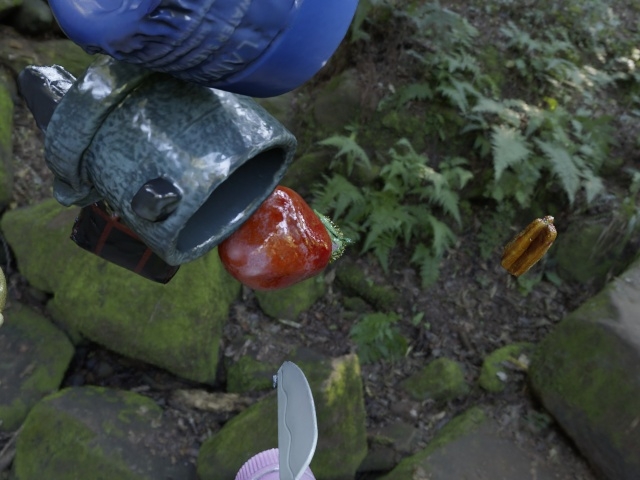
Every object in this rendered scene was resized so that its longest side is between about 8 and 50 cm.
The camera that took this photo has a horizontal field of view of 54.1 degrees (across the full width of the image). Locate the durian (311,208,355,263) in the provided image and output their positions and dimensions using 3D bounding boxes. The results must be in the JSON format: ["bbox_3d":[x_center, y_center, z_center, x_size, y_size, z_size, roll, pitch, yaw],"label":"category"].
[{"bbox_3d":[0.002,0.009,1.658,0.095,0.137,0.221,51,-4,-34],"label":"durian"}]

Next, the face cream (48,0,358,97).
[{"bbox_3d":[-0.118,-0.280,0.609,0.225,0.249,0.249,2,31,-49],"label":"face cream"}]

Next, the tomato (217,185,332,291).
[{"bbox_3d":[-0.075,0.008,1.031,0.187,0.187,0.151,10,14,-21],"label":"tomato"}]

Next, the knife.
[{"bbox_3d":[-0.030,0.223,0.635,0.043,0.081,0.336,29,25,-21],"label":"knife"}]

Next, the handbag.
[{"bbox_3d":[-0.334,-0.035,1.163,0.215,0.169,0.155,29,44,-17],"label":"handbag"}]

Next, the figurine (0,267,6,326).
[{"bbox_3d":[-0.736,0.150,1.209,0.222,0.324,0.124,37,10,5],"label":"figurine"}]

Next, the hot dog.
[{"bbox_3d":[0.382,0.009,1.149,0.062,0.144,0.038,41,46,14],"label":"hot dog"}]

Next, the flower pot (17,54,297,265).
[{"bbox_3d":[-0.222,-0.130,0.832,0.283,0.299,0.299,46,30,6],"label":"flower pot"}]

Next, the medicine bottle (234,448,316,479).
[{"bbox_3d":[-0.062,0.534,1.157,0.178,0.178,0.291,12,9,-18],"label":"medicine bottle"}]
